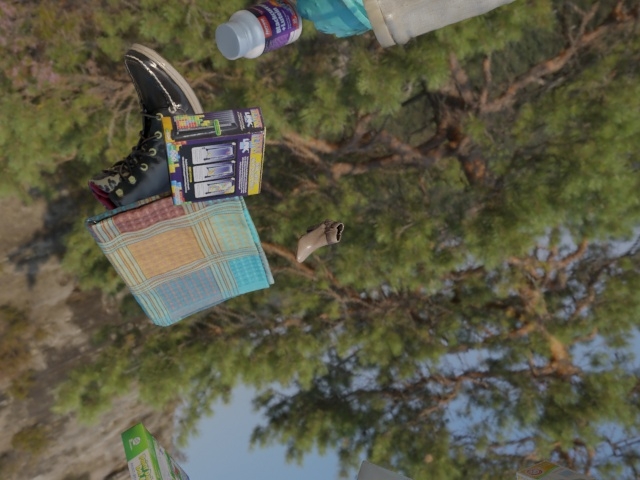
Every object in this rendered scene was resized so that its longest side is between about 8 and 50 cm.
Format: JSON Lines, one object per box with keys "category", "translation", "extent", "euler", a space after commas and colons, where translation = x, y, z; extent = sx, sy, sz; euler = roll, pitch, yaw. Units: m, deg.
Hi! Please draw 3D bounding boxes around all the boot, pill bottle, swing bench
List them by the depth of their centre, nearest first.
{"category": "swing bench", "translation": [0.164, -0.405, 0.849], "extent": [0.253, 0.254, 0.165], "euler": [-16, -160, 15]}
{"category": "boot", "translation": [-0.388, -0.206, 1.441], "extent": [0.138, 0.377, 0.284], "euler": [25, -118, 35]}
{"category": "boot", "translation": [0.000, 0.000, 1.443], "extent": [0.087, 0.042, 0.118], "euler": [-2, -130, 31]}
{"category": "pill bottle", "translation": [-0.142, -0.479, 1.489], "extent": [0.193, 0.108, 0.108], "euler": [-36, -174, -37]}

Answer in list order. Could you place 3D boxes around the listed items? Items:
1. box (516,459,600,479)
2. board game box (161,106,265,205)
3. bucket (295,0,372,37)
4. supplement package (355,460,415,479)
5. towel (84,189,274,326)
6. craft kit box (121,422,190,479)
{"category": "box", "translation": [0.582, 0.617, 1.562], "extent": [0.114, 0.103, 0.203], "euler": [-8, -176, -29]}
{"category": "board game box", "translation": [-0.159, -0.123, 0.977], "extent": [0.141, 0.048, 0.170], "euler": [-10, 155, -14]}
{"category": "bucket", "translation": [0.079, -0.598, 1.436], "extent": [0.281, 0.281, 0.183], "euler": [-25, -166, -26]}
{"category": "supplement package", "translation": [0.152, 0.685, 1.582], "extent": [0.194, 0.149, 0.203], "euler": [19, -153, 10]}
{"category": "towel", "translation": [-0.247, 0.032, 1.243], "extent": [0.271, 0.040, 0.370], "euler": [-20, 147, -6]}
{"category": "craft kit box", "translation": [-0.322, 0.551, 1.386], "extent": [0.061, 0.246, 0.250], "euler": [-27, -141, -10]}
